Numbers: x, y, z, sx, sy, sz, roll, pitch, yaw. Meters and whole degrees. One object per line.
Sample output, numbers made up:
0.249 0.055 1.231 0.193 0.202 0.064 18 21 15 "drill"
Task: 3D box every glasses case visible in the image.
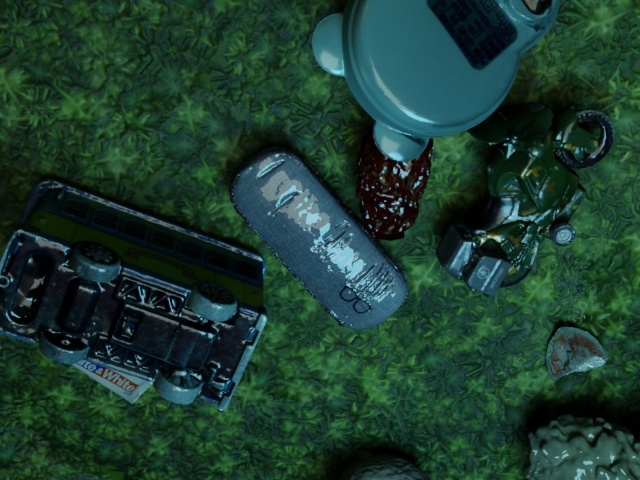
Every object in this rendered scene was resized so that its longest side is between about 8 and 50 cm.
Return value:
0.000 0.000 1.386 0.109 0.067 0.282 -38 112 10 "glasses case"

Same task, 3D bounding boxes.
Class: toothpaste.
-0.321 0.147 1.451 0.218 0.033 0.052 36 111 -22 "toothpaste"

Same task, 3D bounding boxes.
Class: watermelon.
0.349 0.159 1.481 0.085 0.061 0.085 2 113 6 "watermelon"

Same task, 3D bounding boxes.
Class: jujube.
0.086 -0.076 1.340 0.104 0.104 0.166 7 113 -7 "jujube"

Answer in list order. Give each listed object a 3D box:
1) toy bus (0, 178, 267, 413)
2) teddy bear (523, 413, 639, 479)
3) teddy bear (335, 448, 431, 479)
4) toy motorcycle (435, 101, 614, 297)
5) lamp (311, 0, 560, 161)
-0.229 0.065 1.330 0.312 0.190 0.152 20 112 -12 "toy bus"
0.458 0.314 1.510 0.367 0.224 0.357 16 114 6 "teddy bear"
0.081 0.431 1.538 0.235 0.151 0.267 -2 109 -10 "teddy bear"
0.231 -0.058 1.349 0.187 0.125 0.275 19 112 -22 "toy motorcycle"
0.145 -0.238 1.244 0.284 0.147 0.209 -36 103 6 "lamp"
